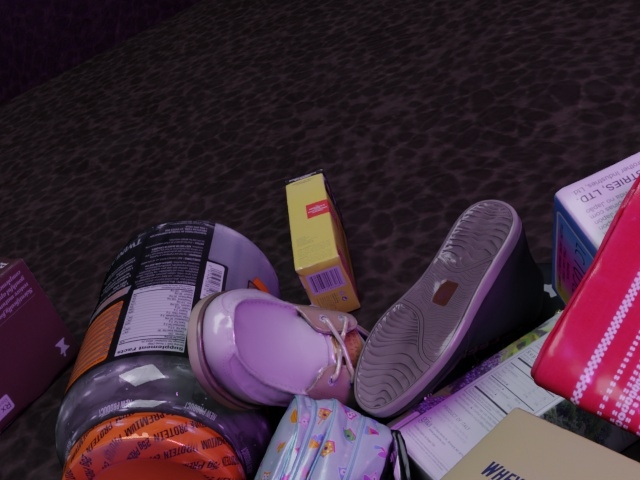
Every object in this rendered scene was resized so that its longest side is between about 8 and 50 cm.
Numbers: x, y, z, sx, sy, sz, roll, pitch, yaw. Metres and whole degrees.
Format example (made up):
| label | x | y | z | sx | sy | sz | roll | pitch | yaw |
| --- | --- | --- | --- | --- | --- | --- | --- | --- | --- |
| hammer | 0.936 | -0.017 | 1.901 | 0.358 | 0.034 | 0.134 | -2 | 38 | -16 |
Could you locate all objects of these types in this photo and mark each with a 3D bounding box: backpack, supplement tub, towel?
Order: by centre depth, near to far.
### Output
| label | x | y | z | sx | sy | sz | roll | pitch | yaw |
| --- | --- | --- | --- | --- | --- | --- | --- | --- | --- |
| towel | 0.295 | 0.067 | 0.598 | 0.275 | 0.031 | 0.199 | 25 | 66 | 28 |
| backpack | -0.003 | 0.217 | 0.766 | 0.152 | 0.115 | 0.182 | -48 | 17 | 56 |
| supplement tub | -0.147 | 0.143 | 0.974 | 0.207 | 0.207 | 0.338 | -17 | 31 | 11 |

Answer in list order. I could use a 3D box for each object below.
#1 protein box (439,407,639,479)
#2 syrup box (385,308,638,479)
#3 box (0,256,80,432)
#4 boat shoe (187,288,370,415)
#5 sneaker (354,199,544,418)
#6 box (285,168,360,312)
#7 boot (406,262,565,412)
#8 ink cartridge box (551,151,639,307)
| label | x | y | z | sx | sy | sz | roll | pitch | yaw |
| --- | --- | --- | --- | --- | --- | --- | --- | --- | --- |
| protein box | 0.141 | 0.241 | 0.565 | 0.201 | 0.136 | 0.200 | -38 | 31 | -23 |
| syrup box | 0.188 | 0.154 | 0.833 | 0.237 | 0.093 | 0.096 | -31 | 30 | -12 |
| box | -0.469 | 0.129 | 1.263 | 0.203 | 0.167 | 0.168 | 4 | 40 | 39 |
| boat shoe | -0.008 | 0.104 | 0.877 | 0.103 | 0.302 | 0.113 | -11 | 72 | 24 |
| sneaker | 0.128 | 0.083 | 0.856 | 0.083 | 0.118 | 0.222 | 28 | 75 | 46 |
| box | 0.000 | 0.000 | 1.222 | 0.058 | 0.087 | 0.232 | -20 | 29 | 7 |
| boot | 0.188 | 0.093 | 0.944 | 0.179 | 0.085 | 0.236 | -2 | 37 | 28 |
| ink cartridge box | 0.377 | 0.086 | 0.671 | 0.270 | 0.151 | 0.395 | -25 | 51 | -3 |
